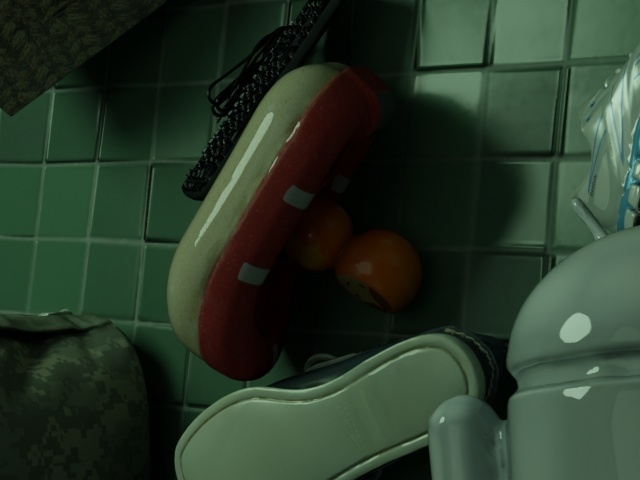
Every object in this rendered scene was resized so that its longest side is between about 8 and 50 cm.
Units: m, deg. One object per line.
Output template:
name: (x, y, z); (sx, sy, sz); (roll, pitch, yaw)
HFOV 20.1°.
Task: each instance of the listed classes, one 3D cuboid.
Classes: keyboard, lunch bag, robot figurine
keyboard: (-0.050, -0.114, 1.289); (0.192, 0.038, 0.100); (-56, 13, -11)
lunch bag: (-0.269, 0.175, 1.303); (0.212, 0.305, 0.256); (15, 95, 37)
robot figurine: (0.204, 0.141, 0.987); (0.300, 0.200, 0.353); (-5, 78, 18)

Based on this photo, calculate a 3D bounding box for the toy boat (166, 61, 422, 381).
toy boat: (0.000, 0.000, 1.237); (0.151, 0.151, 0.231); (33, 104, 8)

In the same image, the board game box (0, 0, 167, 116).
board game box: (-0.241, -0.291, 1.416); (0.232, 0.141, 0.291); (-35, 59, 4)

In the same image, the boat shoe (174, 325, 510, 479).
boat shoe: (0.013, 0.120, 1.217); (0.254, 0.079, 0.095); (-30, 80, 29)

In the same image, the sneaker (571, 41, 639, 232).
sneaker: (0.201, -0.094, 1.119); (0.083, 0.071, 0.191); (22, 96, 45)
